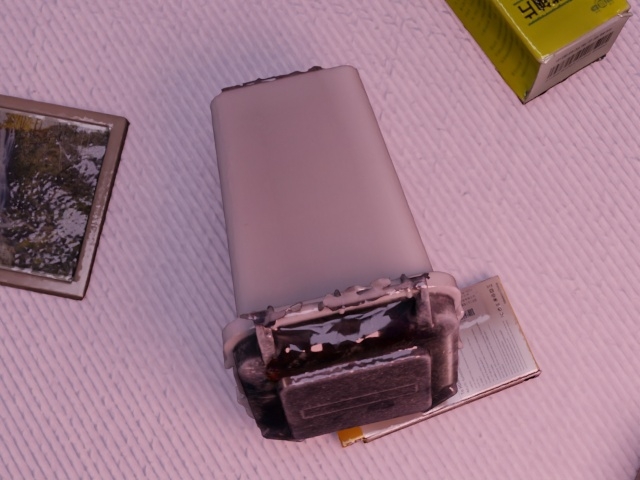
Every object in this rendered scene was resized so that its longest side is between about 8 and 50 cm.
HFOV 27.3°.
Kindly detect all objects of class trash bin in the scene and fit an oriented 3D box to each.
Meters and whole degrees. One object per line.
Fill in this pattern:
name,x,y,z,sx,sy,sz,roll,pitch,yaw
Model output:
trash bin,0.000,0.000,1.435,0.255,0.296,0.368,-13,62,0

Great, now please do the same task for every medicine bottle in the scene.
medicine bottle,0.245,-0.314,1.606,0.137,0.141,0.250,-32,76,-11

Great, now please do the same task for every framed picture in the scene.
framed picture,-0.415,-0.069,1.609,0.324,0.020,0.240,12,74,4

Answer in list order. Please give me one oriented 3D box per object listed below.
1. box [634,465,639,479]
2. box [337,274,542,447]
box,0.390,0.383,1.407,0.173,0.145,0.333,23,77,5
box,0.118,0.142,1.536,0.247,0.033,0.129,-20,74,-4
